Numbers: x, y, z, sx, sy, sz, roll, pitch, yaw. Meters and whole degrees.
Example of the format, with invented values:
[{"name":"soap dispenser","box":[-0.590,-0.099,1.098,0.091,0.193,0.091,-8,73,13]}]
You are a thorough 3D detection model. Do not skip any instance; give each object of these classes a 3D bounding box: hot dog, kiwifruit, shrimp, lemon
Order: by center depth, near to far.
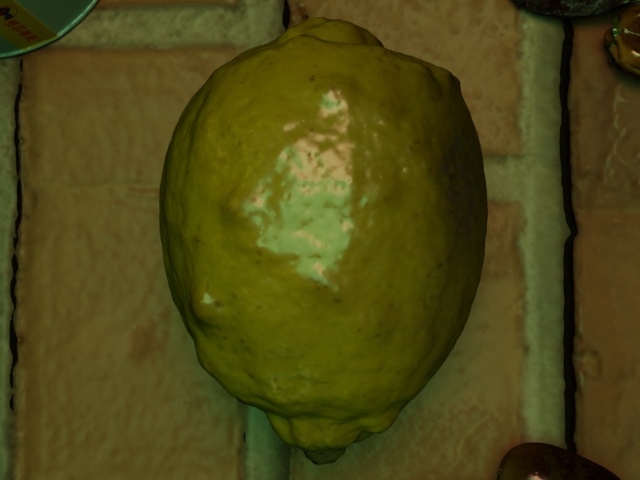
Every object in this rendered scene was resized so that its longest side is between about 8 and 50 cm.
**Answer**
[{"name":"lemon","box":[-0.001,-0.008,0.693,0.285,0.285,0.316,27,112,5]},{"name":"kiwifruit","box":[0.215,0.225,0.755,0.124,0.075,0.075,21,89,1]},{"name":"hot dog","box":[0.352,-0.167,0.776,0.188,0.055,0.072,16,91,4]},{"name":"shrimp","box":[0.251,-0.238,0.781,0.165,0.056,0.065,0,102,17]}]

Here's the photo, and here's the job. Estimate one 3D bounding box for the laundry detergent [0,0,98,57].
[{"name":"laundry detergent","box":[-0.341,-0.328,0.708,0.287,0.305,0.287,0,87,3]}]
